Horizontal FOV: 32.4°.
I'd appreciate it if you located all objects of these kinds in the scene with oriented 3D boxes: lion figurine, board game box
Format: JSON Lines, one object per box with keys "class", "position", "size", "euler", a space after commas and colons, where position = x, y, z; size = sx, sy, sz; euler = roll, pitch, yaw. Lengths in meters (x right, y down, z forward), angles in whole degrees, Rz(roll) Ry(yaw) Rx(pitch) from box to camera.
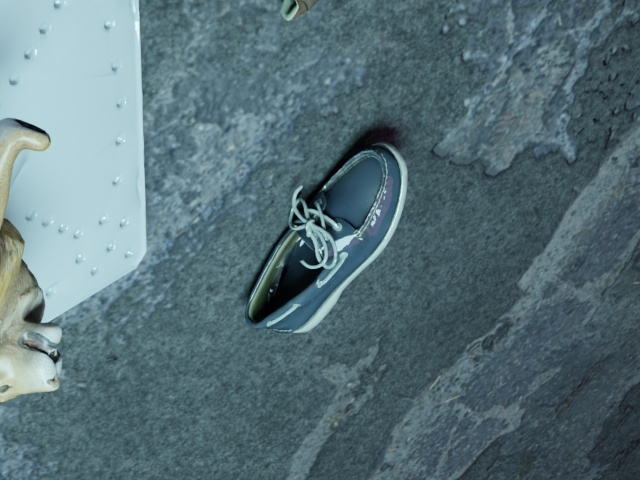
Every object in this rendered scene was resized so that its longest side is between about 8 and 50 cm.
{"class": "lion figurine", "position": [-0.310, 0.006, 0.718], "size": [0.392, 0.142, 0.240], "euler": [18, 99, -59]}
{"class": "board game box", "position": [-0.303, -0.054, 0.867], "size": [0.390, 0.050, 0.390], "euler": [-34, 143, -38]}

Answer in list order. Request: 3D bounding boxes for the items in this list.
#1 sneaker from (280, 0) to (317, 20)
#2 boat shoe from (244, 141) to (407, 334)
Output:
{"class": "sneaker", "position": [-0.065, -0.243, 0.946], "size": [0.188, 0.066, 0.071], "euler": [18, 116, -41]}
{"class": "boat shoe", "position": [0.000, 0.000, 1.185], "size": [0.079, 0.095, 0.254], "euler": [1, 135, -48]}
